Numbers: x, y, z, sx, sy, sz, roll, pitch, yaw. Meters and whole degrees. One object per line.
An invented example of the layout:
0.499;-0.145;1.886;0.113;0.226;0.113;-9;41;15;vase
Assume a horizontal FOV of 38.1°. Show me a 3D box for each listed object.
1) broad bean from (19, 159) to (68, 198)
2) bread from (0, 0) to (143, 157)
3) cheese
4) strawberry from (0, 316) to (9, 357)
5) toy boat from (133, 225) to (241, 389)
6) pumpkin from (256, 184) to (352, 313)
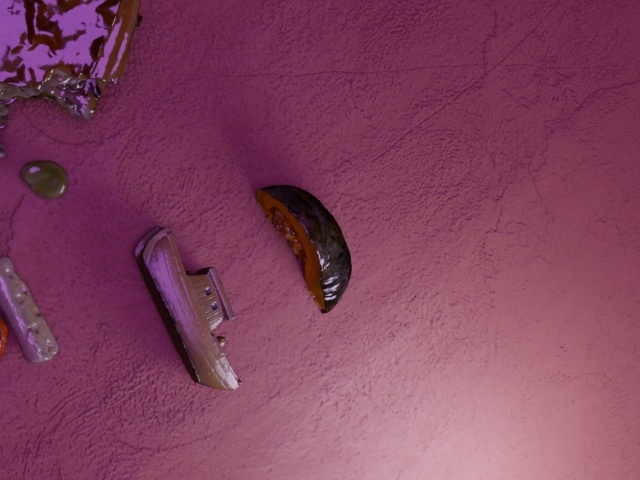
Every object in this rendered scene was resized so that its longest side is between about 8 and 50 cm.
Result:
-0.469;-0.107;1.579;0.083;0.045;0.063;30;83;-25;broad bean
-0.487;-0.314;1.497;0.314;0.191;0.370;23;96;-23;bread
-0.505;0.117;1.560;0.043;0.065;0.194;-22;98;23;cheese
-0.610;0.164;1.525;0.188;0.082;0.121;-8;74;-9;strawberry
-0.221;0.121;1.645;0.121;0.089;0.321;-29;100;-28;toy boat
0.005;0.000;1.678;0.111;0.163;0.278;-33;102;-14;pumpkin
